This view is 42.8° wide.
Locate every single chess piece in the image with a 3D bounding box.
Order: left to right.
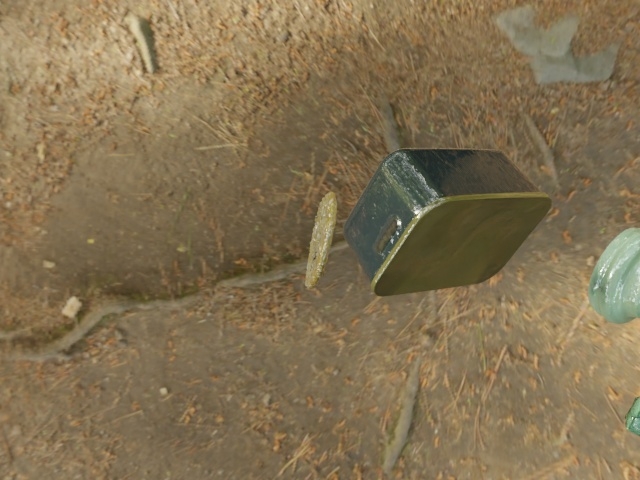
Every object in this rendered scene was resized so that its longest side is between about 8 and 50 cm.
[{"bbox_3d":[0.671,0.114,1.509,0.299,0.194,0.195,34,97,45],"label":"chess piece"}]

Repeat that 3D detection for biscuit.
[{"bbox_3d":[0.001,0.000,1.746,0.033,0.220,0.220,13,91,-8],"label":"biscuit"}]

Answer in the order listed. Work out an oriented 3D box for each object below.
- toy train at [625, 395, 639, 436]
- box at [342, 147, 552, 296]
[{"bbox_3d":[0.471,0.220,0.871,0.269,0.154,0.115,26,138,19],"label":"toy train"},{"bbox_3d":[0.132,-0.024,0.881,0.090,0.200,0.145,57,135,32],"label":"box"}]
